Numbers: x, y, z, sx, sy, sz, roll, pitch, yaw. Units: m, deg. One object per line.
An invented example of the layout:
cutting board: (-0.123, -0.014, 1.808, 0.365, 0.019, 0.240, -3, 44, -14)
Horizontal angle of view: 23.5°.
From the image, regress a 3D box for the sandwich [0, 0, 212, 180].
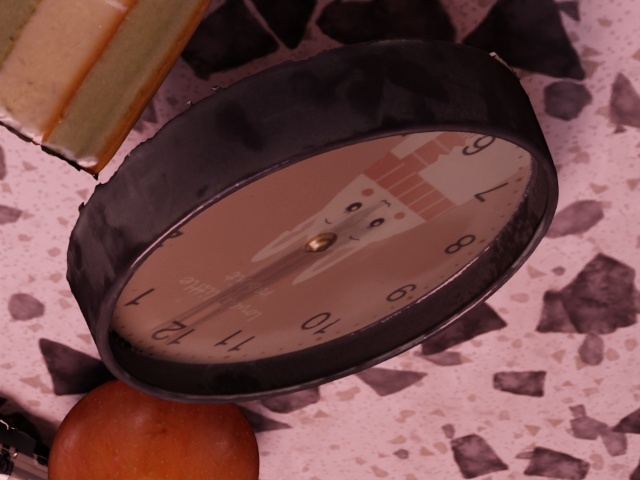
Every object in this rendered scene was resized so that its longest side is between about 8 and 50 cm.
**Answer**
sandwich: (-0.184, -0.175, 1.129, 0.155, 0.227, 0.198, 30, 92, -19)

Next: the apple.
apple: (-0.157, 0.221, 1.443, 0.201, 0.162, 0.201, 3, 130, 3)

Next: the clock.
clock: (0.000, 0.000, 1.167, 0.386, 0.076, 0.386, -18, 151, -10)

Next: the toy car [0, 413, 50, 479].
toy car: (-0.383, 0.274, 1.546, 0.193, 0.118, 0.301, 30, 129, -23)
